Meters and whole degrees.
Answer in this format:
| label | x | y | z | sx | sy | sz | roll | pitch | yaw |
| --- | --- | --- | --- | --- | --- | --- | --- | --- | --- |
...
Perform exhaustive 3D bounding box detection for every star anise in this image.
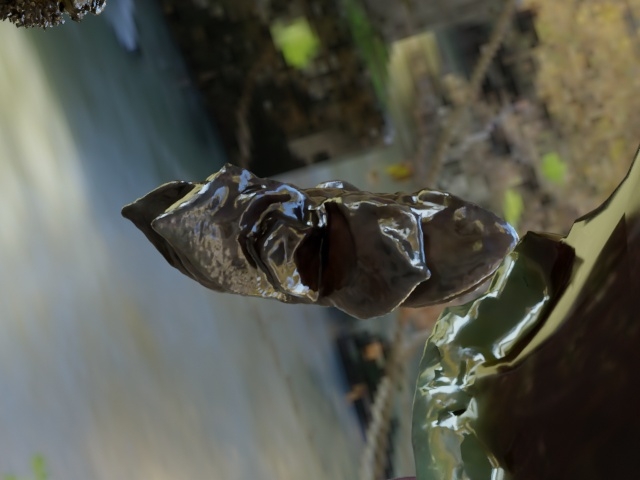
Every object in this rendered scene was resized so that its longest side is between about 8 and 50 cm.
| label | x | y | z | sx | sy | sz | roll | pitch | yaw |
| --- | --- | --- | --- | --- | --- | --- | --- | --- | --- |
| star anise | -0.003 | -0.001 | 1.484 | 0.315 | 0.315 | 0.108 | 12 | 88 | -77 |

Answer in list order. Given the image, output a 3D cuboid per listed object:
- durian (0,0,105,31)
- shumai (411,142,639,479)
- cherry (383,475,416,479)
| label | x | y | z | sx | sy | sz | roll | pitch | yaw |
| --- | --- | --- | --- | --- | --- | --- | --- | --- | --- |
| durian | -0.109 | -0.123 | 0.743 | 0.091 | 0.080 | 0.080 | 38 | -16 | 42 |
| shumai | 0.165 | 0.047 | 0.562 | 0.330 | 0.288 | 0.292 | -114 | -176 | -67 |
| cherry | 0.060 | 0.227 | 0.854 | 0.285 | 0.213 | 0.236 | 14 | 87 | -36 |
